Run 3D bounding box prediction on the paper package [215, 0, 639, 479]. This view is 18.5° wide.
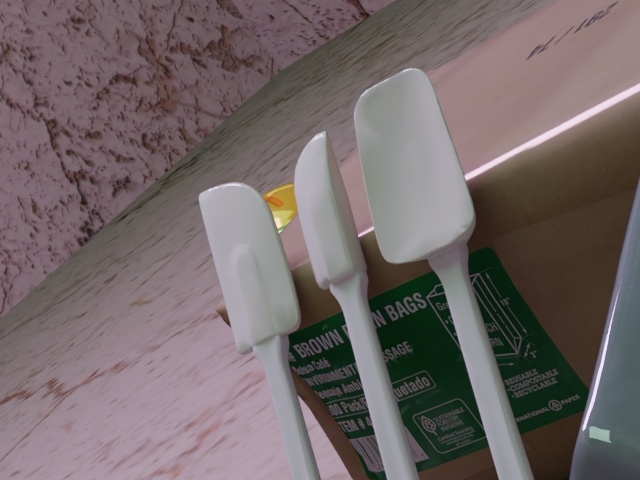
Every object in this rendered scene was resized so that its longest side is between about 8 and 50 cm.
[{"bbox_3d":[0.159,-0.030,1.003,0.325,0.168,0.309,-27,13,38],"label":"paper package"}]

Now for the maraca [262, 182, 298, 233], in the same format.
[{"bbox_3d":[0.000,0.000,1.631,0.127,0.099,0.185,-23,-11,33],"label":"maraca"}]

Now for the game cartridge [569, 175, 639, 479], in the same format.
[{"bbox_3d":[0.203,0.032,0.369,0.297,0.062,0.198,8,42,13],"label":"game cartridge"}]

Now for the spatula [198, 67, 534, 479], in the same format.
[{"bbox_3d":[0.025,0.061,0.891,0.168,0.242,0.019,-27,-18,38],"label":"spatula"}]
